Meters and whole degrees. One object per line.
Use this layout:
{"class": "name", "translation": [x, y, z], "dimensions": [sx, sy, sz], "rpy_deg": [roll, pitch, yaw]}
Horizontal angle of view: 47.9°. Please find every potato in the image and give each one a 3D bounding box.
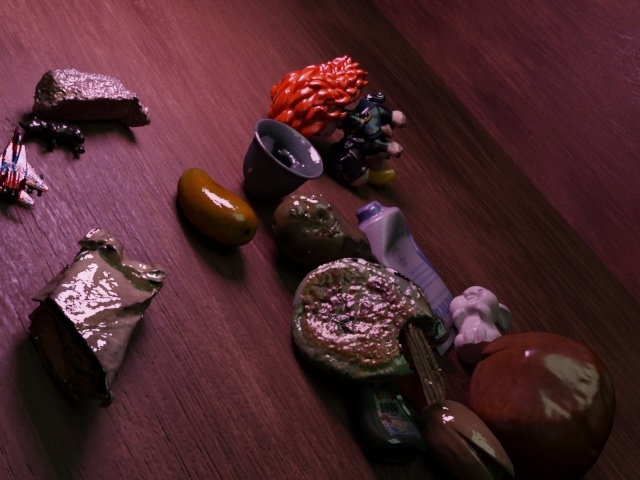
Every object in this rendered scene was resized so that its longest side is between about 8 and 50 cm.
{"class": "potato", "translation": [0.000, 0.000, 1.643], "dimensions": [0.262, 0.165, 0.165], "rpy_deg": [40, 27, -27]}

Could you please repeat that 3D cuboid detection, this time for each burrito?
{"class": "burrito", "translation": [-0.361, 0.109, 1.144], "dimensions": [0.175, 0.107, 0.347], "rpy_deg": [19, 32, -7]}

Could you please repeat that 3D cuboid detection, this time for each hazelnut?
{"class": "hazelnut", "translation": [0.499, 0.374, 1.612], "dimensions": [0.372, 0.315, 0.372], "rpy_deg": [24, 59, -49]}

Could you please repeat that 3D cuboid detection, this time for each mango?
{"class": "mango", "translation": [-0.227, -0.072, 1.540], "dimensions": [0.227, 0.099, 0.136], "rpy_deg": [46, 34, 23]}

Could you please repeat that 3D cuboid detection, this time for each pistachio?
{"class": "pistachio", "translation": [0.289, 0.415, 1.458], "dimensions": [0.226, 0.135, 0.136], "rpy_deg": [41, 26, 31]}

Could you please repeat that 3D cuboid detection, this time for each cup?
{"class": "cup", "translation": [-0.114, -0.173, 1.745], "dimensions": [0.199, 0.150, 0.199], "rpy_deg": [29, 32, -21]}

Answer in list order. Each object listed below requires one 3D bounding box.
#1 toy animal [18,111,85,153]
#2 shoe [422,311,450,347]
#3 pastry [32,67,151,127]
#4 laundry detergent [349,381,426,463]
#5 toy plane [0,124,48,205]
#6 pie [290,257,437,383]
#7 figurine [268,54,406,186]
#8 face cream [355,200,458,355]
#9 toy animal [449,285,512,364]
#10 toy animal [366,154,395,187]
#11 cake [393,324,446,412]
{"class": "toy animal", "translation": [-0.530, -0.215, 1.424], "dimensions": [0.136, 0.047, 0.065], "rpy_deg": [7, 39, -43]}
{"class": "shoe", "translation": [0.233, 0.180, 1.691], "dimensions": [0.228, 0.125, 0.099], "rpy_deg": [19, 60, -27]}
{"class": "pastry", "translation": [-0.488, -0.302, 1.528], "dimensions": [0.265, 0.103, 0.112], "rpy_deg": [2, 65, -56]}
{"class": "laundry detergent", "translation": [0.123, 0.331, 1.440], "dimensions": [0.144, 0.078, 0.221], "rpy_deg": [17, 36, -36]}
{"class": "toy plane", "translation": [-0.550, -0.139, 1.289], "dimensions": [0.130, 0.061, 0.189], "rpy_deg": [19, 33, -33]}
{"class": "pie", "translation": [0.080, 0.160, 1.476], "dimensions": [0.303, 0.067, 0.302], "rpy_deg": [-1, 55, 2]}
{"class": "figurine", "translation": [0.055, -0.339, 2.059], "dimensions": [0.412, 0.306, 0.241], "rpy_deg": [41, 2, -25]}
{"class": "face cream", "translation": [0.229, 0.083, 1.879], "dimensions": [0.420, 0.137, 0.235], "rpy_deg": [56, 29, 2]}
{"class": "toy animal", "translation": [0.411, 0.222, 1.845], "dimensions": [0.178, 0.127, 0.193], "rpy_deg": [54, 30, -32]}
{"class": "toy animal", "translation": [0.173, -0.211, 2.214], "dimensions": [0.114, 0.091, 0.082], "rpy_deg": [59, 4, 6]}
{"class": "cake", "translation": [0.188, 0.275, 1.589], "dimensions": [0.287, 0.135, 0.098], "rpy_deg": [60, 24, -7]}
